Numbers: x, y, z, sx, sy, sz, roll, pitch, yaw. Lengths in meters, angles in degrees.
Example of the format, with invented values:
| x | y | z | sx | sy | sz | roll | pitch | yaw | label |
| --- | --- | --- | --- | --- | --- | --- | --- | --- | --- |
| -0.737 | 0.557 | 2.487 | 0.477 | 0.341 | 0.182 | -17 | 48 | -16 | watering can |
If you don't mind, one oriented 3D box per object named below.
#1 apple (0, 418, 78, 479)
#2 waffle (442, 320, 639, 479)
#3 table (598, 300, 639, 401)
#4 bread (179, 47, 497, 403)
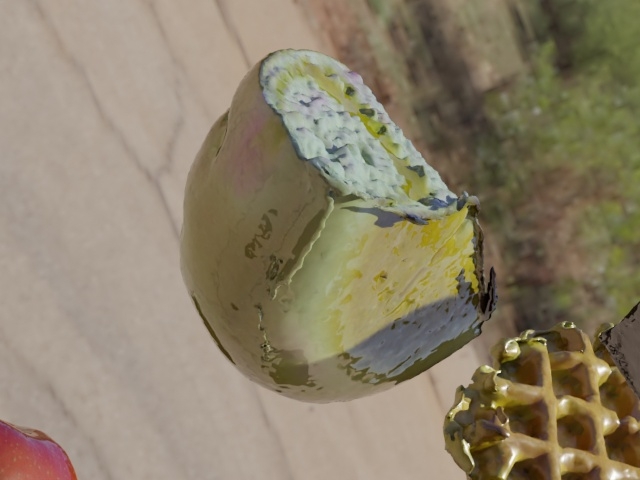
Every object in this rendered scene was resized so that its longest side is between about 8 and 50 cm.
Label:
| x | y | z | sx | sy | sz | roll | pitch | yaw | label |
| --- | --- | --- | --- | --- | --- | --- | --- | --- | --- |
| -0.364 | 0.273 | 1.652 | 0.260 | 0.260 | 0.217 | 44 | 61 | -64 | apple |
| 0.239 | 0.208 | 1.317 | 0.325 | 0.068 | 0.302 | 51 | 42 | 8 | waffle |
| 0.236 | 0.038 | 0.593 | 0.169 | 0.172 | 0.193 | 59 | -15 | 16 | table |
| -0.008 | -0.002 | 0.922 | 0.158 | 0.156 | 0.261 | 50 | -17 | 31 | bread |
